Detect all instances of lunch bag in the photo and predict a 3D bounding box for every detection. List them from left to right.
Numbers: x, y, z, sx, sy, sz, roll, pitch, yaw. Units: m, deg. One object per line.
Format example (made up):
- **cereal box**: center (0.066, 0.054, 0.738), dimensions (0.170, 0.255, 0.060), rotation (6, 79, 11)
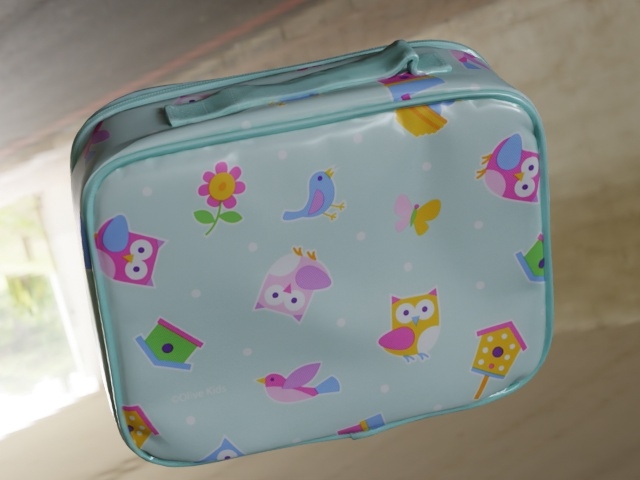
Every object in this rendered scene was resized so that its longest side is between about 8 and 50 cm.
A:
- **lunch bag**: center (0.000, 0.000, 0.826), dimensions (0.279, 0.224, 0.108), rotation (-12, -157, -9)
